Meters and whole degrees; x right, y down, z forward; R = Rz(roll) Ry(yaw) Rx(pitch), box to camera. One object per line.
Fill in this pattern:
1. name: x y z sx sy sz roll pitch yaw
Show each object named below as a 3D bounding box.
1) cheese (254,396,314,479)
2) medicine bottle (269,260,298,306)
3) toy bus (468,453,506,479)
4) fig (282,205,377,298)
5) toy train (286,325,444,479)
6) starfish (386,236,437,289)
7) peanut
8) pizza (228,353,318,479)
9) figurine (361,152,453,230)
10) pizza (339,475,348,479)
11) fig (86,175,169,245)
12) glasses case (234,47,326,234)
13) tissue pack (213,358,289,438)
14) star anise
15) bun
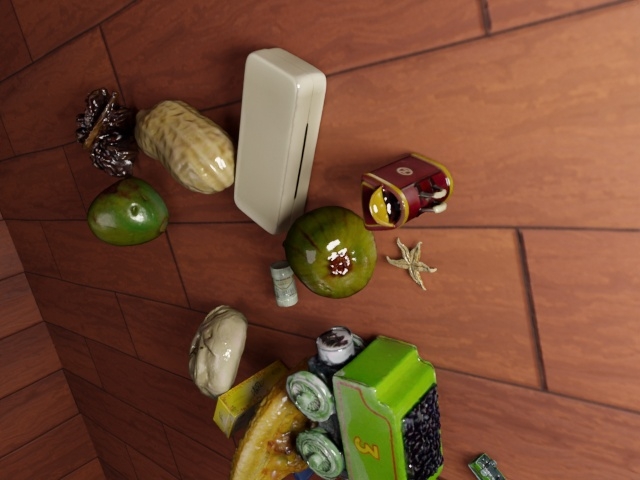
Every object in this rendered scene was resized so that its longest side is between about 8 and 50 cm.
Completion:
1. cheese: -0.074 0.440 1.320 0.064 0.156 0.250 10 133 55
2. medicine bottle: -0.073 0.086 1.194 0.047 0.047 0.083 13 119 44
3. toy bus: 0.283 0.393 0.975 0.083 0.031 0.037 53 148 14
4. fig: 0.000 0.000 1.037 0.259 0.151 0.151 -136 34 -66
5. toy train: 0.081 0.312 1.053 0.249 0.173 0.307 9 117 39
6. starfish: 0.144 0.039 0.947 0.092 0.016 0.086 5 113 41
7. peanut: -0.274 -0.195 1.197 0.325 0.140 0.153 34 176 42
8. pizza: -0.078 0.378 1.185 0.087 0.268 0.258 31 136 47
9. figurine: 0.120 -0.056 0.809 0.098 0.154 0.082 18 123 38
10. pizza: 0.110 0.495 1.170 0.161 0.182 0.062 23 86 18
11. fig: -0.466 -0.066 1.464 0.191 0.181 0.181 22 129 13
12. glasses case: -0.078 -0.165 1.039 0.131 0.070 0.313 37 135 29
13. tissue pack: -0.147 0.349 1.321 0.062 0.176 0.095 44 138 25
14. star anise: -0.536 -0.259 1.470 0.190 0.126 0.220 18 126 47
15. bun: -0.237 0.252 1.346 0.116 0.210 0.237 17 142 -10
